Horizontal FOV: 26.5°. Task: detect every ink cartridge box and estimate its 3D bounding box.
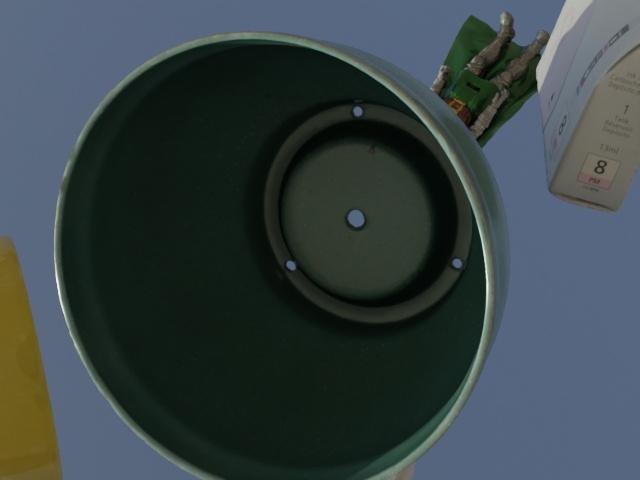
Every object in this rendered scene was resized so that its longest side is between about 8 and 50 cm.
[{"bbox_3d":[0.207,-0.163,0.890,0.066,0.232,0.189,13,-147,-1],"label":"ink cartridge box"}]

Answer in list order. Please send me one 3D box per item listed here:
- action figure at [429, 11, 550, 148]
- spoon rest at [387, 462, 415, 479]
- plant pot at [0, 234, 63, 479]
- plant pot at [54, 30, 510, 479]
[{"bbox_3d":[0.160,-0.152,1.466,0.137,0.063,0.232,29,-118,21],"label":"action figure"},{"bbox_3d":[0.040,0.139,1.088,0.084,0.137,0.276,50,-136,-20],"label":"spoon rest"},{"bbox_3d":[-0.379,0.140,1.254,0.239,0.254,0.254,-11,-104,-14],"label":"plant pot"},{"bbox_3d":[0.000,0.000,0.910,0.293,0.293,0.196,57,-154,2],"label":"plant pot"}]
